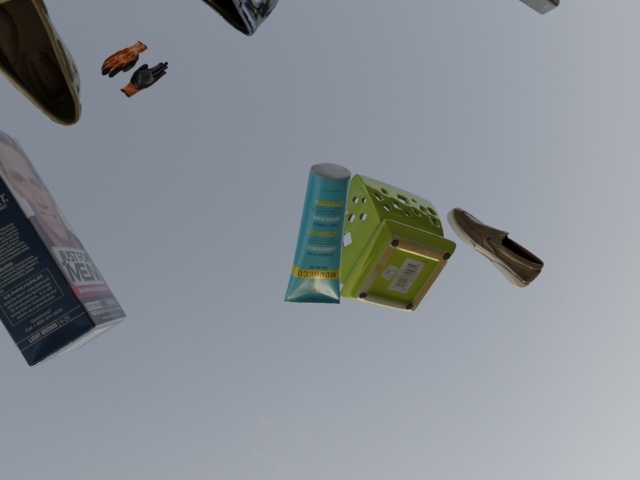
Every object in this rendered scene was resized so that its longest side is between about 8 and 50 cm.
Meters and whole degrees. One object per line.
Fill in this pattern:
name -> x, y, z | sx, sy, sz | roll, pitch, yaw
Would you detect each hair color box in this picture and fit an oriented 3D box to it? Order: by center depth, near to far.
hair color box -> -0.435, 0.000, 0.840 | 0.105, 0.174, 0.347 | -33, -90, -6

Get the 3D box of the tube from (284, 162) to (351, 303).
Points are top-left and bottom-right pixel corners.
tube -> 0.000, 0.000, 0.774 | 0.080, 0.052, 0.207 | 5, -60, -4

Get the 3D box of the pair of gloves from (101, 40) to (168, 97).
pair of gloves -> -0.253, -0.235, 0.784 | 0.074, 0.083, 0.010 | -42, -21, -18

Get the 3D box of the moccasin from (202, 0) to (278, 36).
moccasin -> -0.154, -0.326, 0.646 | 0.342, 0.138, 0.116 | 10, -74, -52

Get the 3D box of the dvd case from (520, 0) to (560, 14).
dvd case -> 0.177, -0.350, 0.619 | 0.239, 0.030, 0.179 | -9, -103, -50

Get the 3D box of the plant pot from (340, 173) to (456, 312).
plant pot -> 0.143, 0.022, 1.252 | 0.227, 0.207, 0.228 | 17, -65, -28

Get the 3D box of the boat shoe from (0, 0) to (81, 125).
boat shoe -> -0.360, -0.260, 0.665 | 0.105, 0.089, 0.285 | -33, -37, -7

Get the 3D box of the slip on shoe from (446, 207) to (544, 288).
slip on shoe -> 0.222, 0.001, 0.733 | 0.135, 0.041, 0.051 | 47, -139, 15
